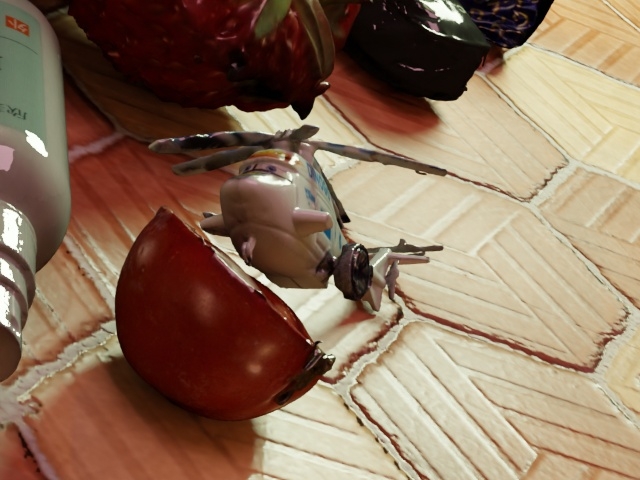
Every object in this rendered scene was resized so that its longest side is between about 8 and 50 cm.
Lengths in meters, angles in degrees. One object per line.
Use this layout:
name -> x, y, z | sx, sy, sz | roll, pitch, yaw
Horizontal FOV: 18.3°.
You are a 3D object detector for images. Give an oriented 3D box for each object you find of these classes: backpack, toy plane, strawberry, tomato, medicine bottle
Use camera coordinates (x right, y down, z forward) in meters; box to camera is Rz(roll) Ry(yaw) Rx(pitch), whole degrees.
backpack -> 0.076, -0.197, 1.760 | 0.120, 0.106, 0.165 | 1, 33, -50
toy plane -> -0.010, 0.001, 1.296 | 0.182, 0.107, 0.273 | 3, -18, 3
strawberry -> -0.104, -0.221, 1.511 | 0.258, 0.261, 0.261 | 2, 15, 27
tomato -> -0.067, 0.056, 1.185 | 0.139, 0.091, 0.159 | 43, 2, 13
medicine bottle -> -0.204, -0.033, 1.187 | 0.110, 0.110, 0.352 | 18, 28, -19

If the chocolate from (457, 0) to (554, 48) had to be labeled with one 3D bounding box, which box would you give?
chocolate -> 0.064, -0.297, 1.938 | 0.343, 0.126, 0.148 | 21, -13, -7
